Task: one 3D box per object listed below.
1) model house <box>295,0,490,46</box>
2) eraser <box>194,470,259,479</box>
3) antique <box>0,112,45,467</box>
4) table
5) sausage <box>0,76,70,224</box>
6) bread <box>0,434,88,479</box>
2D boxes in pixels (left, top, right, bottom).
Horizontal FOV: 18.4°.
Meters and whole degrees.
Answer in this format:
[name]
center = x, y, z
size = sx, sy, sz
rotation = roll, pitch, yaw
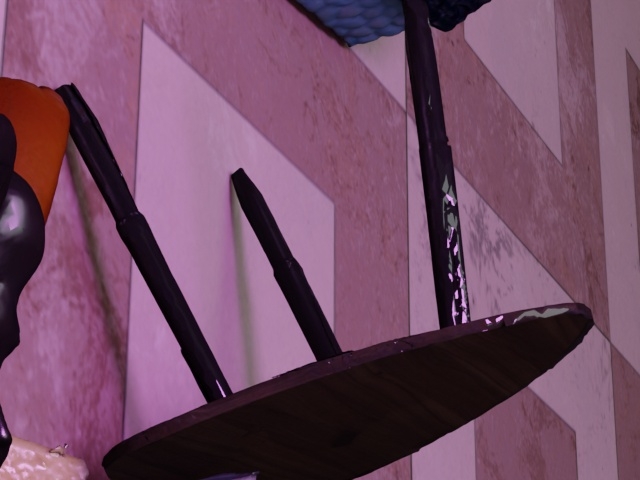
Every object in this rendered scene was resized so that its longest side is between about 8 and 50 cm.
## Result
[model house]
center = 0.073, -0.319, 1.634
size = 0.261, 0.241, 0.226
rotation = 31, 55, -61
[eraser]
center = -0.087, 0.262, 1.186
size = 0.174, 0.081, 0.227
rotation = -3, 82, -54
[antique]
center = -0.238, 0.036, 0.796
size = 0.322, 0.185, 0.255
rotation = 44, 42, -45
[table]
center = 0.000, 0.000, 1.308
size = 0.317, 0.317, 0.249
rotation = 24, 44, -64
[sausage]
center = -0.200, 0.016, 1.029
size = 0.083, 0.089, 0.300
rotation = 52, 34, -37
[bread]
center = -0.180, 0.129, 1.036
size = 0.109, 0.080, 0.084
rotation = 53, 32, -52
